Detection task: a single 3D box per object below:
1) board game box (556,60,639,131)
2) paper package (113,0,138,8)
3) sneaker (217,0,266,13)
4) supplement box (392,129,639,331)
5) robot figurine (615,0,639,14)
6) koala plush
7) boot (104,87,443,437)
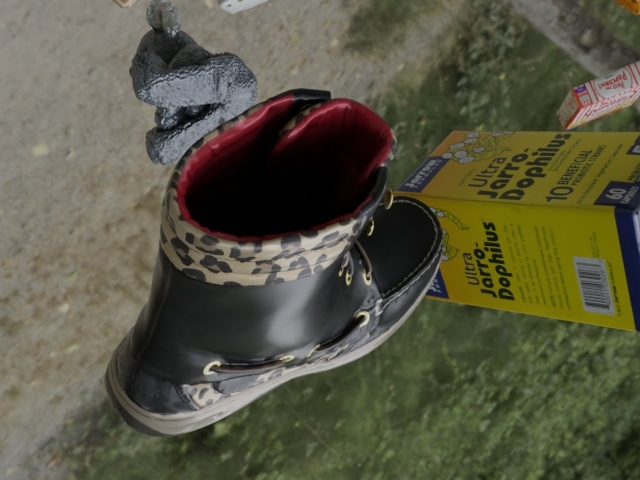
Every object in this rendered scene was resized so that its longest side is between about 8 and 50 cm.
[{"bbox_3d":[0.540,-0.275,1.647,0.146,0.045,0.193,-22,172,6],"label":"board game box"},{"bbox_3d":[-0.282,-0.556,1.229,0.325,0.309,0.168,-43,-152,12],"label":"paper package"},{"bbox_3d":[-0.054,-0.324,1.006,0.169,0.108,0.292,-19,-172,-8],"label":"sneaker"},{"bbox_3d":[0.314,-0.026,1.206,0.194,0.356,0.195,-45,126,-36],"label":"supplement box"},{"bbox_3d":[0.344,-0.362,0.979,0.085,0.211,0.291,-50,152,2],"label":"robot figurine"},{"bbox_3d":[-0.231,-0.275,1.425,0.203,0.221,0.196,-22,142,-18],"label":"koala plush"},{"bbox_3d":[0.000,0.000,0.732,0.377,0.138,0.284,-23,155,-30],"label":"boot"}]
